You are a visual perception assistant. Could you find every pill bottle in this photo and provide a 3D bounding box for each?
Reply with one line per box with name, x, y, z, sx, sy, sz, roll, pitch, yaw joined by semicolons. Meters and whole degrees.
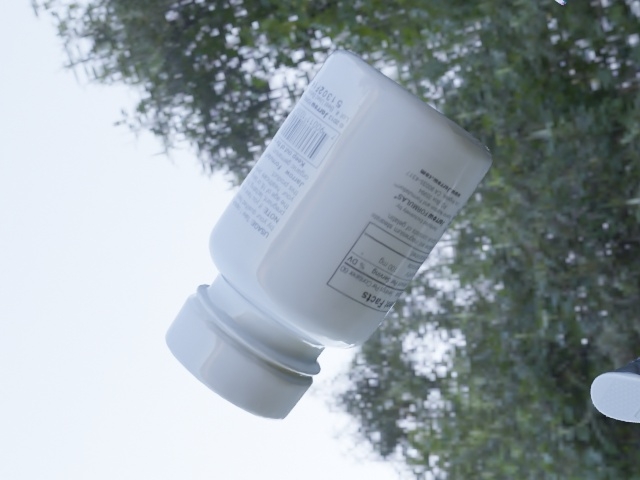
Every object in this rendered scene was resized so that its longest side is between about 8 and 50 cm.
pill bottle;0.000;0.000;0.778;0.131;0.131;0.229;27;-80;-46

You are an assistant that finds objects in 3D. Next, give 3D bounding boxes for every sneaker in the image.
sneaker;0.579;0.237;1.770;0.147;0.295;0.105;-25;-61;-49

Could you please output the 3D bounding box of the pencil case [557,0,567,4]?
pencil case;0.351;-0.402;1.583;0.064;0.152;0.070;29;-162;-19
